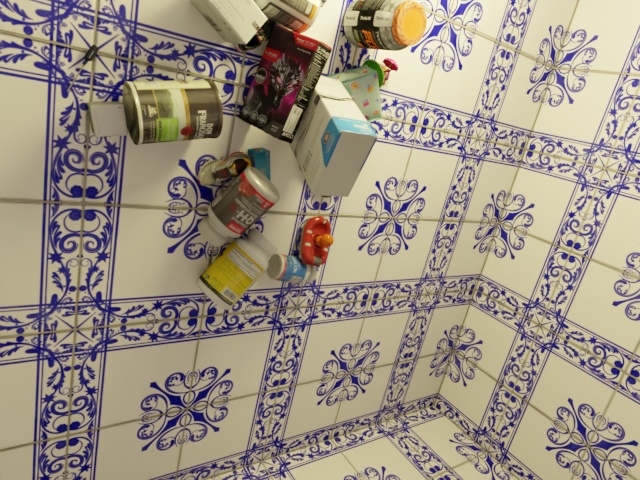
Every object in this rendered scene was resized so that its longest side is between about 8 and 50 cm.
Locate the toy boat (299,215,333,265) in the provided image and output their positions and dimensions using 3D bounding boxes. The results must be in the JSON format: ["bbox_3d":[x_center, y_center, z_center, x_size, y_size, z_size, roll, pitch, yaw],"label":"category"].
[{"bbox_3d":[0.000,0.000,2.088,0.151,0.151,0.231,16,74,-41],"label":"toy boat"}]

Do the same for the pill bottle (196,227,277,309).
[{"bbox_3d":[-0.344,0.113,1.898,0.334,0.188,0.188,-47,131,-8],"label":"pill bottle"}]

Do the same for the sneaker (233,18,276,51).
[{"bbox_3d":[-0.224,-0.739,1.642,0.178,0.077,0.072,-44,131,-12],"label":"sneaker"}]

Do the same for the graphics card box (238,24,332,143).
[{"bbox_3d":[-0.137,-0.574,1.662,0.094,0.233,0.370,1,119,-58],"label":"graphics card box"}]

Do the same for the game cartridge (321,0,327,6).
[{"bbox_3d":[0.002,-1.060,1.667,0.198,0.062,0.297,23,97,-36],"label":"game cartridge"}]

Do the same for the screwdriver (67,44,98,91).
[{"bbox_3d":[-0.745,-0.535,1.401,0.170,0.024,0.025,-53,161,0],"label":"screwdriver"}]

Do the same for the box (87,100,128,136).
[{"bbox_3d":[-0.691,-0.395,1.464,0.102,0.087,0.101,-14,119,-31],"label":"box"}]

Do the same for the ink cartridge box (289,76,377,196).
[{"bbox_3d":[0.023,-0.402,1.720,0.166,0.394,0.285,0,137,-27],"label":"ink cartridge box"}]

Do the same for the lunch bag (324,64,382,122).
[{"bbox_3d":[0.114,-0.593,1.911,0.262,0.160,0.223,-21,127,-11],"label":"lunch bag"}]

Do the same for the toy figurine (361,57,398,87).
[{"bbox_3d":[0.276,-0.736,1.999,0.159,0.130,0.173,-33,150,-30],"label":"toy figurine"}]

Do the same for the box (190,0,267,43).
[{"bbox_3d":[-0.307,-0.767,1.499,0.119,0.182,0.181,-51,131,-3],"label":"box"}]

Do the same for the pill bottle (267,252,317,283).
[{"bbox_3d":[-0.128,0.137,2.110,0.222,0.124,0.124,14,103,-41],"label":"pill bottle"}]

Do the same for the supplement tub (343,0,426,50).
[{"bbox_3d":[0.252,-0.854,1.774,0.194,0.316,0.193,-15,120,-29],"label":"supplement tub"}]

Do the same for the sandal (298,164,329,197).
[{"bbox_3d":[-0.008,-0.275,2.041,0.097,0.054,0.254,-52,131,-3],"label":"sandal"}]

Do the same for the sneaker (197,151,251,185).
[{"bbox_3d":[-0.371,-0.278,1.750,0.225,0.093,0.088,-32,127,-19],"label":"sneaker"}]

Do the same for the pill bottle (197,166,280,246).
[{"bbox_3d":[-0.328,-0.124,1.771,0.318,0.176,0.176,-42,133,13],"label":"pill bottle"}]

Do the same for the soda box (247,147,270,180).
[{"bbox_3d":[-0.251,-0.272,1.857,0.071,0.067,0.210,-14,119,-30],"label":"soda box"}]

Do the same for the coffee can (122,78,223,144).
[{"bbox_3d":[-0.494,-0.434,1.514,0.276,0.201,0.201,-13,119,-30],"label":"coffee can"}]

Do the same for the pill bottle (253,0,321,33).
[{"bbox_3d":[-0.148,-0.861,1.580,0.279,0.162,0.162,13,104,-40],"label":"pill bottle"}]
